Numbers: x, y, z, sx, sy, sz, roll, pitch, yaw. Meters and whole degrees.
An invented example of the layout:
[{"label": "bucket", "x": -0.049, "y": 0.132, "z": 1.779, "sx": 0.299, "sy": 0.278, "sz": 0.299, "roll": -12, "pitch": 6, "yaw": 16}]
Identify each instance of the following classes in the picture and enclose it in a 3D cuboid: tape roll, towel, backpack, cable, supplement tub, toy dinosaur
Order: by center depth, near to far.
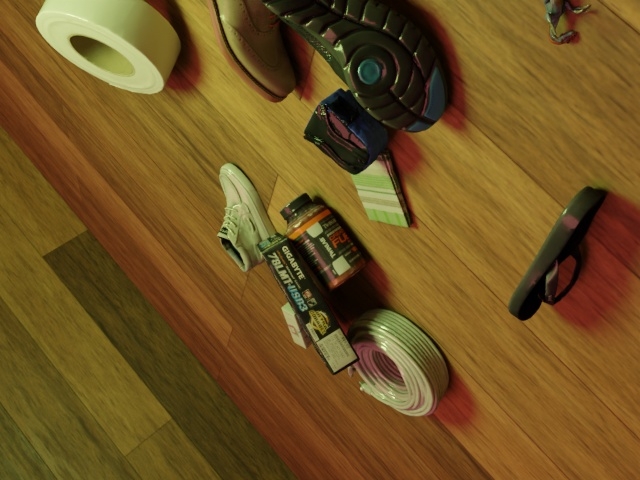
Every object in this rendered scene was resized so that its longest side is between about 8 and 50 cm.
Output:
[{"label": "toy dinosaur", "x": 0.262, "y": -0.259, "z": 0.681, "sx": 0.082, "sy": 0.047, "sz": 0.090, "roll": 83, "pitch": 174, "yaw": -57}, {"label": "backpack", "x": 0.052, "y": -0.177, "z": 1.004, "sx": 0.120, "sy": 0.101, "sz": 0.098, "roll": 46, "pitch": 153, "yaw": 6}, {"label": "towel", "x": 0.104, "y": -0.096, "z": 1.111, "sx": 0.113, "sy": 0.023, "sz": 0.152, "roll": 17, "pitch": 138, "yaw": 51}, {"label": "supplement tub", "x": 0.000, "y": 0.000, "z": 1.280, "sx": 0.198, "sy": 0.106, "sz": 0.106, "roll": 53, "pitch": 152, "yaw": 1}, {"label": "tape roll", "x": -0.448, "y": -0.433, "z": 1.330, "sx": 0.286, "sy": 0.100, "sz": 0.286, "roll": 19, "pitch": 166, "yaw": 5}, {"label": "cable", "x": 0.165, "y": 0.269, "z": 1.359, "sx": 0.257, "sy": 0.089, "sz": 0.257, "roll": 30, "pitch": 143, "yaw": 37}]

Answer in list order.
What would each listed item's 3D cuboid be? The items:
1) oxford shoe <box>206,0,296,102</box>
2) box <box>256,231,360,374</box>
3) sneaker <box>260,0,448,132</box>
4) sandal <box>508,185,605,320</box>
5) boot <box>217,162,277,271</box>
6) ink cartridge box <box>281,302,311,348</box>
[{"label": "oxford shoe", "x": -0.106, "y": -0.377, "z": 1.002, "sx": 0.130, "sy": 0.123, "sz": 0.348, "roll": -9, "pitch": 135, "yaw": 24}, {"label": "box", "x": -0.039, "y": 0.126, "z": 1.371, "sx": 0.293, "sy": 0.073, "sz": 0.295, "roll": 62, "pitch": 174, "yaw": -6}, {"label": "sneaker", "x": 0.050, "y": -0.297, "z": 0.882, "sx": 0.341, "sy": 0.125, "sz": 0.139, "roll": 44, "pitch": -163, "yaw": -10}, {"label": "sandal", "x": 0.322, "y": 0.038, "z": 0.845, "sx": 0.054, "sy": 0.097, "sz": 0.254, "roll": 39, "pitch": 149, "yaw": 24}, {"label": "boot", "x": -0.201, "y": -0.050, "z": 1.509, "sx": 0.095, "sy": 0.123, "sz": 0.258, "roll": -4, "pitch": 119, "yaw": 58}, {"label": "ink cartridge box", "x": -0.037, "y": 0.200, "z": 1.584, "sx": 0.052, "sy": 0.088, "sz": 0.122, "roll": 21, "pitch": 139, "yaw": 43}]
